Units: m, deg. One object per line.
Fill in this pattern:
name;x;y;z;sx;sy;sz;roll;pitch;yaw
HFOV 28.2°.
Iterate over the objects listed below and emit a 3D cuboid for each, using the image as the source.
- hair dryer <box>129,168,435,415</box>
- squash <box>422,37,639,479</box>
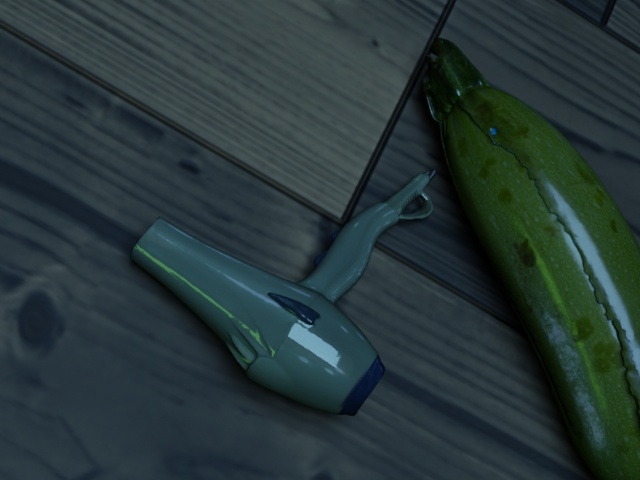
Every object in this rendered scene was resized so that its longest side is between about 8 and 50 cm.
hair dryer;-0.020;-0.002;0.791;0.167;0.067;0.199;24;56;-5
squash;0.158;0.008;0.826;0.095;0.094;0.340;-21;80;-25
